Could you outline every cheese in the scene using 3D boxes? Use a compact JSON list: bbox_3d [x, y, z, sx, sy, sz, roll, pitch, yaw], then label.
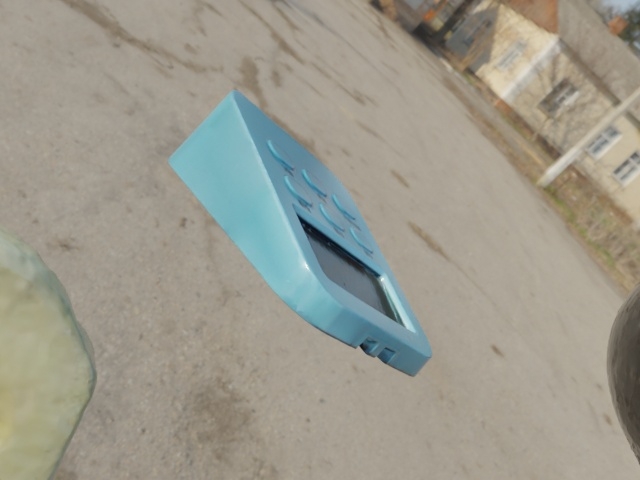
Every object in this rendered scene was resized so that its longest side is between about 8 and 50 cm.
[{"bbox_3d":[-0.342,0.115,0.529,0.115,0.326,0.318,19,-51,61],"label":"cheese"}]

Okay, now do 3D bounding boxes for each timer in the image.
[{"bbox_3d":[0.000,0.000,0.647,0.250,0.091,0.232,51,9,36],"label":"timer"}]

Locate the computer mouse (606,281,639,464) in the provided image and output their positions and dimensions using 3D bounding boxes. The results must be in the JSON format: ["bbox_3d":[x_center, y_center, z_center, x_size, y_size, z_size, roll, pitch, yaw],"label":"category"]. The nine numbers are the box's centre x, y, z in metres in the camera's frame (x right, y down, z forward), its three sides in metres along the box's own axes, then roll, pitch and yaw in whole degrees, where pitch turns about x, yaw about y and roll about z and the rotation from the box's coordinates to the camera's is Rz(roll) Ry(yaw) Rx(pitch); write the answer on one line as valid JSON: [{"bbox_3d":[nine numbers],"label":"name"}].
[{"bbox_3d":[0.306,0.115,0.577,0.116,0.183,0.323,6,6,10],"label":"computer mouse"}]
